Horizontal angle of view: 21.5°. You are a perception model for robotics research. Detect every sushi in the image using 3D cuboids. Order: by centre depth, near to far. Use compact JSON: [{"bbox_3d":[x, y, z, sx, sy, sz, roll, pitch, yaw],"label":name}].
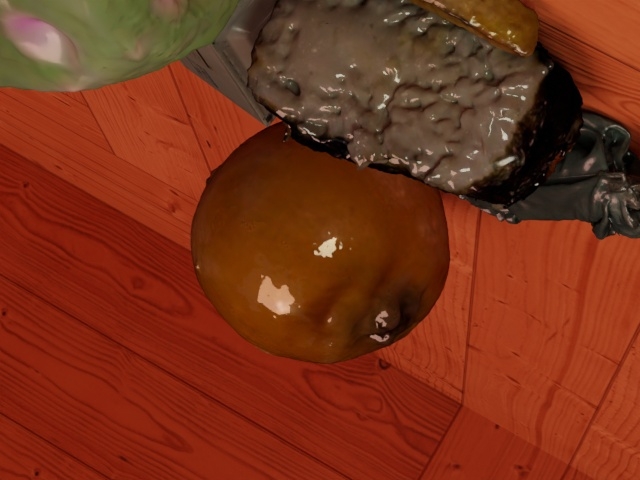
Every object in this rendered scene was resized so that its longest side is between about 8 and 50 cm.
[{"bbox_3d":[0.077,-0.141,1.641,0.343,0.196,0.182,24,169,25],"label":"sushi"}]

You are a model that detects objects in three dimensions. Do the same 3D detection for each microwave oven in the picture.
[{"bbox_3d":[-0.094,-0.243,1.803,0.162,0.122,0.208,36,172,26],"label":"microwave oven"}]

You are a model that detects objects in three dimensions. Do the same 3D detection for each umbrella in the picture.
[{"bbox_3d":[0.257,-0.068,1.737,0.143,0.094,0.349,44,161,-25],"label":"umbrella"}]

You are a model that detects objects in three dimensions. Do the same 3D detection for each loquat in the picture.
[{"bbox_3d":[0.000,0.000,2.118,0.328,0.328,0.328,30,168,7],"label":"loquat"}]

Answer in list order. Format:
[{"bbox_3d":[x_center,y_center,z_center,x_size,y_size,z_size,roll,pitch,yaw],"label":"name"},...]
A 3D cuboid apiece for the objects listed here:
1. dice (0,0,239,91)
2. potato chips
[{"bbox_3d":[-0.221,-0.316,1.265,0.322,0.330,0.318,13,156,24],"label":"dice"},{"bbox_3d":[0.023,-0.277,1.561,0.407,0.057,0.080,27,173,22],"label":"potato chips"}]
